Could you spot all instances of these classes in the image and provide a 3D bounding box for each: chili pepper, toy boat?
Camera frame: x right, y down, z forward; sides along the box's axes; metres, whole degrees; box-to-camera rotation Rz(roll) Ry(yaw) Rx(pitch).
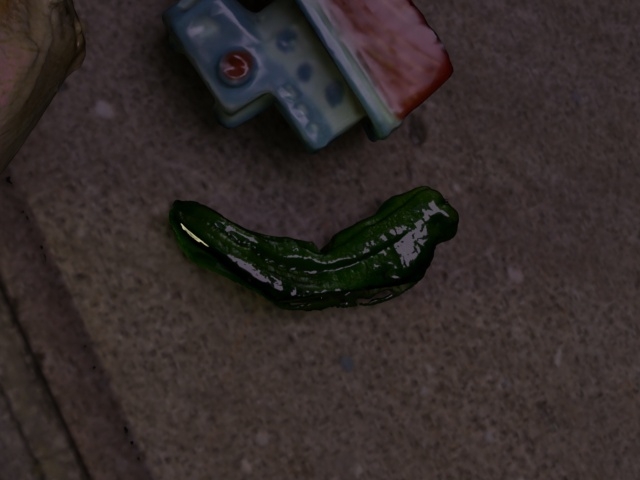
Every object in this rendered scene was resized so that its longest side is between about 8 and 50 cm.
[{"bbox_3d":[-0.002,0.006,1.049,0.182,0.050,0.073,-3,87,-23],"label":"chili pepper"},{"bbox_3d":[-0.062,-0.193,1.022,0.133,0.145,0.332,-33,93,1],"label":"toy boat"}]

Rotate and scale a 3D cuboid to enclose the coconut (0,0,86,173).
[{"bbox_3d":[-0.234,-0.117,0.875,0.230,0.227,0.227,-4,80,-25],"label":"coconut"}]
